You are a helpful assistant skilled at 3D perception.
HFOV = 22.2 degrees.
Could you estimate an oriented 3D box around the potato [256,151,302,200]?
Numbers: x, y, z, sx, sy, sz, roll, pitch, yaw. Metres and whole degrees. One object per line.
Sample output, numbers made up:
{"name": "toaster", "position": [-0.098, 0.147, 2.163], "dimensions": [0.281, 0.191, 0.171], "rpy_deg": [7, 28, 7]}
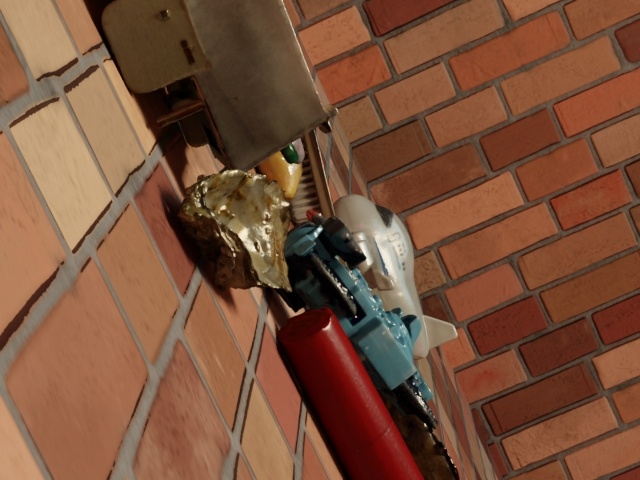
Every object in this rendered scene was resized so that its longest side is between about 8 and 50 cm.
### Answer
{"name": "potato", "position": [-0.052, -0.090, 2.017], "dimensions": [0.068, 0.062, 0.083], "rpy_deg": [21, 65, -61]}

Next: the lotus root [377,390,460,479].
{"name": "lotus root", "position": [0.111, 0.301, 1.867], "dimensions": [0.329, 0.078, 0.167], "rpy_deg": [65, -17, 6]}

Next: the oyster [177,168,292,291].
{"name": "oyster", "position": [-0.071, -0.008, 1.419], "dimensions": [0.177, 0.056, 0.105], "rpy_deg": [8, 81, -64]}

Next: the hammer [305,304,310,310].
{"name": "hammer", "position": [0.051, 0.177, 1.980], "dimensions": [0.111, 0.033, 0.288], "rpy_deg": [-87, 153, -75]}

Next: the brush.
{"name": "brush", "position": [0.000, 0.000, 2.147], "dimensions": [0.070, 0.065, 0.328], "rpy_deg": [-114, -171, -86]}

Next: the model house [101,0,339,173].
{"name": "model house", "position": [-0.122, -0.231, 1.520], "dimensions": [0.244, 0.169, 0.326], "rpy_deg": [-119, -172, -71]}

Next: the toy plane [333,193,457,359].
{"name": "toy plane", "position": [0.093, 0.054, 2.401], "dimensions": [0.267, 0.122, 0.267], "rpy_deg": [62, 6, -11]}

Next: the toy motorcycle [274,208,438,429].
{"name": "toy motorcycle", "position": [0.036, 0.084, 1.756], "dimensions": [0.272, 0.123, 0.182], "rpy_deg": [56, -5, -31]}

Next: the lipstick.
{"name": "lipstick", "position": [0.044, 0.199, 1.658], "dimensions": [0.073, 0.073, 0.280], "rpy_deg": [-97, 161, -70]}

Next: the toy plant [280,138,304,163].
{"name": "toy plant", "position": [-0.085, -0.187, 1.822], "dimensions": [0.243, 0.112, 0.232], "rpy_deg": [60, 5, -6]}
